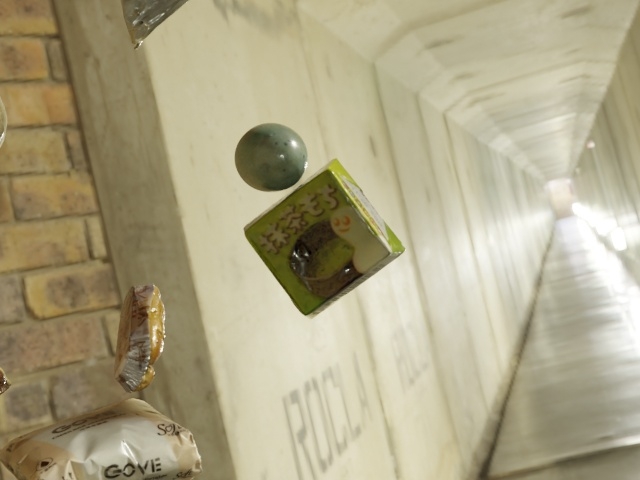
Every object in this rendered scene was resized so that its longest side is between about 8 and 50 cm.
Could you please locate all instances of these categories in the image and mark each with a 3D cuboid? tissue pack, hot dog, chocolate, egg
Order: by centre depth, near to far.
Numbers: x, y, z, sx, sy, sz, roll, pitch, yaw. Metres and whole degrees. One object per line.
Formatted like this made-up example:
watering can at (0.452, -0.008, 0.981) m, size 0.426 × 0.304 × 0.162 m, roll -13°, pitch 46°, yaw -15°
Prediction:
hot dog at (-0.334, 0.170, 1.645) m, size 0.069 × 0.252 × 0.131 m, roll 22°, pitch -62°, yaw -22°
tissue pack at (-0.492, 0.489, 1.990) m, size 0.376 × 0.195 × 0.390 m, roll -8°, pitch 6°, yaw -34°
chocolate at (0.000, 0.000, 2.130) m, size 0.301 × 0.288 × 0.137 m, roll -37°, pitch -2°, yaw 7°
egg at (-0.120, -0.200, 2.154) m, size 0.169 × 0.169 × 0.236 m, roll -12°, pitch 5°, yaw -23°

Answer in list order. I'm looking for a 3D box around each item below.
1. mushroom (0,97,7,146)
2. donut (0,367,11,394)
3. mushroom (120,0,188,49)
mushroom at (-0.553, -0.188, 1.355) m, size 0.123 × 0.154 × 0.154 m, roll -15°, pitch -5°, yaw 13°
donut at (-0.787, 0.337, 2.043) m, size 0.141 × 0.059 × 0.140 m, roll -12°, pitch 18°, yaw 4°
mushroom at (-0.198, -0.450, 1.395) m, size 0.351 × 0.109 × 0.097 m, roll -52°, pitch -6°, yaw -15°
